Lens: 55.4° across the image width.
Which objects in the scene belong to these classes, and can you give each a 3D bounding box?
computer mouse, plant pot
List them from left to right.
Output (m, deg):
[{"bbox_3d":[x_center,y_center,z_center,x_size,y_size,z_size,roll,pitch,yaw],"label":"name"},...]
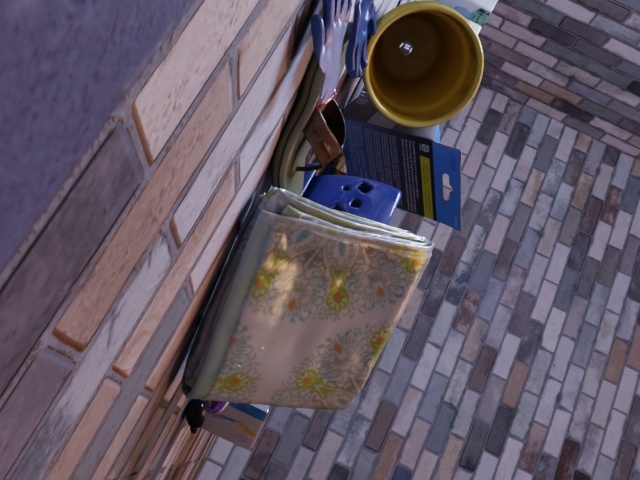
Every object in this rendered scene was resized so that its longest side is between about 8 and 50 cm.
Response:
[{"bbox_3d":[-0.291,0.400,1.399,0.242,0.041,0.071,122,-21,-61],"label":"computer mouse"},{"bbox_3d":[0.000,0.000,1.212,0.236,0.212,0.236,-62,177,-31],"label":"plant pot"},{"bbox_3d":[0.209,-0.408,1.360,0.239,0.254,0.254,-95,-153,-62],"label":"plant pot"}]

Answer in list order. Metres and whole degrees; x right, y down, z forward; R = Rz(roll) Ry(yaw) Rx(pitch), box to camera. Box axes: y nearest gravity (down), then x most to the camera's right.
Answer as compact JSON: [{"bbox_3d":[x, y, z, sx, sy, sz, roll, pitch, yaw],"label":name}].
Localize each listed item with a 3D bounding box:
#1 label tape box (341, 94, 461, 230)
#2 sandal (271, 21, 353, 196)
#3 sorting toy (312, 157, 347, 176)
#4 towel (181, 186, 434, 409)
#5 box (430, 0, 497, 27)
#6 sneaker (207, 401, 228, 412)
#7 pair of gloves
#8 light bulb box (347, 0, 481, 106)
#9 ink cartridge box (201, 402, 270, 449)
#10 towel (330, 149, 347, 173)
[{"bbox_3d":[0.215,-0.190,1.470,0.106,0.333,0.241,-45,141,-30],"label":"label tape box"},{"bbox_3d":[0.001,-0.170,0.908,0.303,0.086,0.120,-65,177,35],"label":"sandal"},{"bbox_3d":[-0.011,-0.086,1.538,0.257,0.089,0.255,-65,177,30],"label":"sorting toy"},{"bbox_3d":[-0.018,0.118,0.993,0.374,0.320,0.090,-64,-150,18],"label":"towel"},{"bbox_3d":[0.356,-0.652,1.760,0.058,0.232,0.322,-59,177,-6],"label":"box"},{"bbox_3d":[-0.255,0.352,1.495,0.071,0.068,0.170,-25,135,-62],"label":"sneaker"},{"bbox_3d":[0.032,-0.264,0.761,0.198,0.023,0.159,-53,155,-48],"label":"pair of gloves"},{"bbox_3d":[0.242,-0.433,1.728,0.361,0.225,0.358,-63,178,-1],"label":"light bulb box"},{"bbox_3d":[-0.226,0.465,1.798,0.171,0.168,0.233,-63,177,-49],"label":"ink cartridge box"},{"bbox_3d":[0.095,-0.295,2.070,0.312,0.056,0.324,-63,178,-16],"label":"towel"}]
